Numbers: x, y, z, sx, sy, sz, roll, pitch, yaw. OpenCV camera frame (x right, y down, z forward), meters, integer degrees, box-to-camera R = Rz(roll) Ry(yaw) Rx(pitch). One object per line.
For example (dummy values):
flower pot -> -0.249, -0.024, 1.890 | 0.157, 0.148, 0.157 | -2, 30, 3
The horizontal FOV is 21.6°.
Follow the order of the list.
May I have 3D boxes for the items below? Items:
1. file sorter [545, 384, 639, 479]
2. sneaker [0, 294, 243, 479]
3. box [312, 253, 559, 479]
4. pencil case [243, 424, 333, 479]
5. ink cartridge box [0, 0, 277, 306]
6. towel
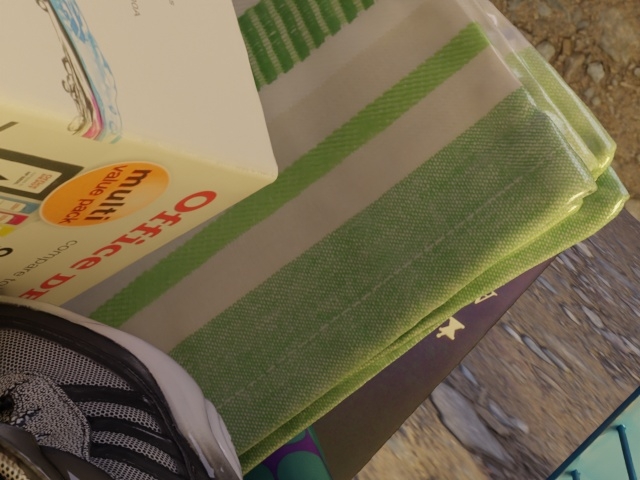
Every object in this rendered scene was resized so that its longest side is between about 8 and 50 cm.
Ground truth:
file sorter -> 0.212, 0.154, 0.945 | 0.118, 0.170, 0.104 | 38, 19, -10
sneaker -> -0.087, 0.077, 0.474 | 0.153, 0.101, 0.268 | 39, 3, -46
box -> 0.000, 0.000, 0.781 | 0.153, 0.207, 0.108 | 36, 15, -12
pencil case -> -0.028, 0.106, 0.679 | 0.064, 0.070, 0.152 | 63, 2, -30
ink cartridge box -> -0.161, -0.075, 0.556 | 0.232, 0.171, 0.168 | 13, 55, -55
towel -> -0.060, -0.068, 0.687 | 0.325, 0.248, 0.038 | 57, 7, 28
